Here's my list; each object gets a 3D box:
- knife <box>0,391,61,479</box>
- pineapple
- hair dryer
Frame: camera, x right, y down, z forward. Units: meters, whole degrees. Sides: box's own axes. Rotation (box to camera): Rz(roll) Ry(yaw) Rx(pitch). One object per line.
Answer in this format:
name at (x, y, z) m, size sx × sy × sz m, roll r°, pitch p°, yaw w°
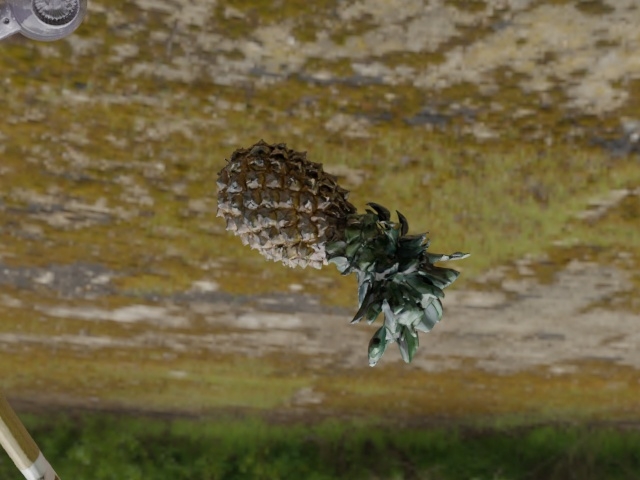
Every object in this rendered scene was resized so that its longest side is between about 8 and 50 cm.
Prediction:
knife at (-0.146, 0.138, 0.580) m, size 0.022 × 0.256 × 0.046 m, roll -29°, pitch -157°, yaw -4°
pineapple at (0.000, 0.000, 0.803) m, size 0.221 × 0.103 × 0.083 m, roll 35°, pitch 174°, yaw 29°
hair dryer at (-0.522, -0.305, 1.593) m, size 0.361 × 0.121 × 0.301 m, roll -29°, pitch -157°, yaw -15°
